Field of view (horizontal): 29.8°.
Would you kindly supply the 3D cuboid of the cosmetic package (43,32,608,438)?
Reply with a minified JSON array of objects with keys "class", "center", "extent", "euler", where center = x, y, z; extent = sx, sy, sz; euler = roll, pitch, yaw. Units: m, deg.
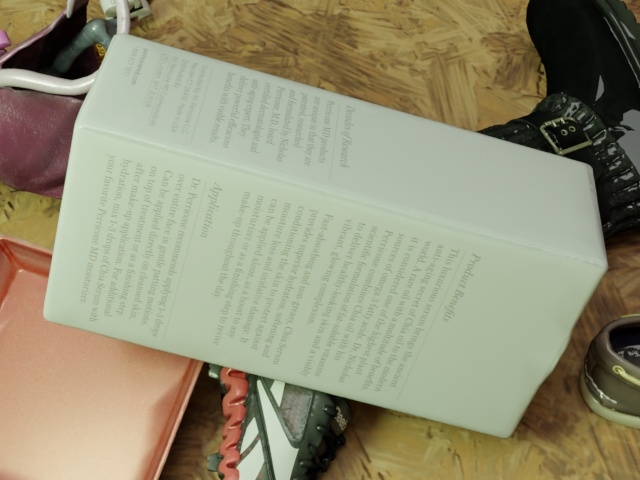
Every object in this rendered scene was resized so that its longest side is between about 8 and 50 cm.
[{"class":"cosmetic package","center":[0.000,0.000,1.092],"extent":[0.453,0.230,0.162],"euler":[16,38,-6]}]

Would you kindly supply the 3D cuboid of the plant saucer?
[{"class":"plant saucer","center":[-0.252,0.150,1.179],"extent":[0.259,0.048,0.259],"euler":[17,75,13]}]

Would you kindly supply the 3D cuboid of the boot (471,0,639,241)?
[{"class":"boot","center":[0.238,-0.135,1.302],"extent":[0.260,0.131,0.348],"euler":[-19,59,-8]}]

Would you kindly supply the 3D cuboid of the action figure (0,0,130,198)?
[{"class":"action figure","center":[-0.388,-0.128,1.259],"extent":[0.370,0.276,0.248],"euler":[-3,75,-17]}]

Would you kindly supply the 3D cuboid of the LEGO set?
[{"class":"LEGO set","center":[-0.301,-0.231,1.414],"extent":[0.227,0.093,0.087],"euler":[-23,70,-7]}]

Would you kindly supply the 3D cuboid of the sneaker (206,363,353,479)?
[{"class":"sneaker","center":[-0.035,0.200,1.129],"extent":[0.135,0.098,0.276],"euler":[-4,56,4]}]

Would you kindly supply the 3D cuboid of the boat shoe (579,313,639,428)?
[{"class":"boat shoe","center":[0.415,0.134,1.139],"extent":[0.324,0.097,0.117],"euler":[8,59,9]}]
